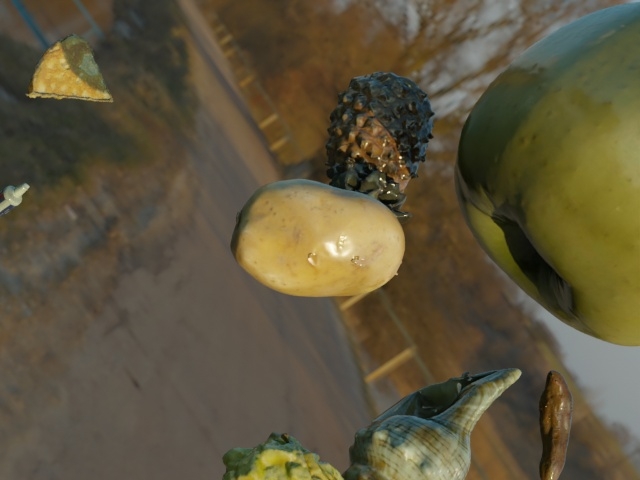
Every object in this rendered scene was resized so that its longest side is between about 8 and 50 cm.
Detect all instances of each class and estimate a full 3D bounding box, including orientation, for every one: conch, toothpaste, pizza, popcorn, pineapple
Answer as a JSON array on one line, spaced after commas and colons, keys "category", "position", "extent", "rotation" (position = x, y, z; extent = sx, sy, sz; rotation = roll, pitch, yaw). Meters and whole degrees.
[{"category": "conch", "position": [0.151, 0.315, 1.980], "extent": [0.203, 0.386, 0.170], "rotation": [18, -61, 44]}, {"category": "toothpaste", "position": [-0.335, -0.019, 1.290], "extent": [0.021, 0.140, 0.037], "rotation": [53, 23, -11]}, {"category": "pizza", "position": [-0.320, -0.206, 1.724], "extent": [0.108, 0.123, 0.026], "rotation": [37, -34, -11]}, {"category": "popcorn", "position": [-0.062, 0.356, 1.779], "extent": [0.187, 0.167, 0.185], "rotation": [31, -28, -10]}, {"category": "pineapple", "position": [0.064, -0.082, 1.946], "extent": [0.169, 0.169, 0.340], "rotation": [53, 44, -43]}]

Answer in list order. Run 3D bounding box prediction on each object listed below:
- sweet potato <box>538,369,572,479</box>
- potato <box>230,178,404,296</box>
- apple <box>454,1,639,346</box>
[{"category": "sweet potato", "position": [0.363, 0.295, 2.063], "extent": [0.053, 0.182, 0.054], "rotation": [12, -15, -29]}, {"category": "potato", "position": [0.000, 0.000, 1.347], "extent": [0.109, 0.178, 0.118], "rotation": [-171, -91, -76]}, {"category": "apple", "position": [0.419, -0.095, 1.782], "extent": [0.474, 0.473, 0.473], "rotation": [55, 2, -3]}]
